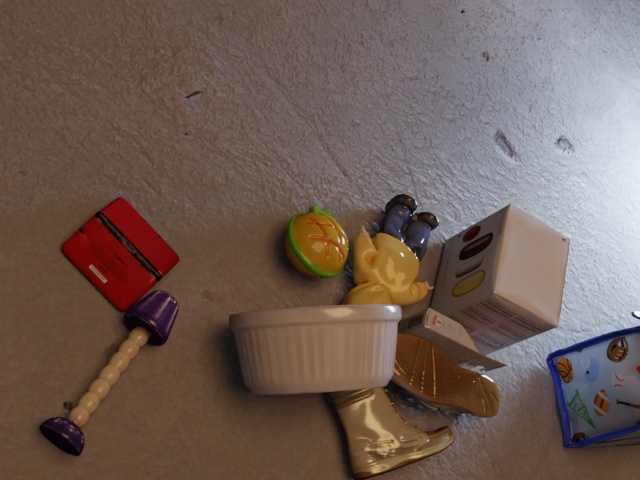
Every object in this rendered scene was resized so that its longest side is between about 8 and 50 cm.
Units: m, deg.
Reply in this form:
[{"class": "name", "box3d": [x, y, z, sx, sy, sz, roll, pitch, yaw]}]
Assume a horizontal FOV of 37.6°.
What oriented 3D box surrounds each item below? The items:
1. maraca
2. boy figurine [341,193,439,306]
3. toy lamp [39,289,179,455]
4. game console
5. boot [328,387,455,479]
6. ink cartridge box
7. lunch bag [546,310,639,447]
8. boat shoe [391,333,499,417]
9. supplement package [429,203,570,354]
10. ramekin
[{"class": "maraca", "box3d": [0.000, 0.000, 1.645, 0.127, 0.099, 0.185, 52, 28, -6]}, {"class": "boy figurine", "box3d": [0.126, 0.056, 1.696, 0.177, 0.092, 0.285, 35, 57, -14]}, {"class": "toy lamp", "box3d": [-0.304, 0.187, 1.396, 0.080, 0.080, 0.274, 42, 57, -9]}, {"class": "game console", "box3d": [-0.316, 0.021, 1.496, 0.124, 0.085, 0.144, -43, 95, -4]}, {"class": "boot", "box3d": [0.123, 0.302, 1.603, 0.213, 0.077, 0.165, -11, 73, -33]}, {"class": "ink cartridge box", "box3d": [0.219, 0.186, 1.663, 0.179, 0.145, 0.045, 24, 61, -21]}, {"class": "lunch bag", "box3d": [0.680, 0.243, 1.766, 0.328, 0.385, 0.239, -1, 71, -30]}, {"class": "boat shoe", "box3d": [0.189, 0.248, 1.640, 0.277, 0.096, 0.098, 31, 57, -29]}, {"class": "supplement package", "box3d": [0.328, 0.075, 1.738, 0.149, 0.203, 0.194, 28, 58, -19]}, {"class": "ramekin", "box3d": [-0.005, 0.171, 1.472, 0.273, 0.273, 0.127, 0, 82, -31]}]
